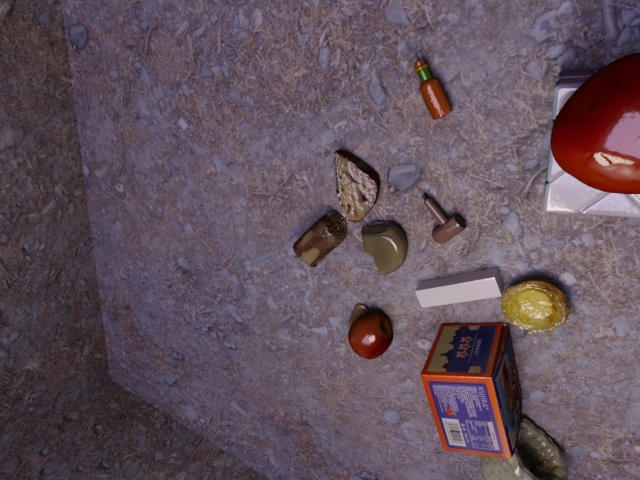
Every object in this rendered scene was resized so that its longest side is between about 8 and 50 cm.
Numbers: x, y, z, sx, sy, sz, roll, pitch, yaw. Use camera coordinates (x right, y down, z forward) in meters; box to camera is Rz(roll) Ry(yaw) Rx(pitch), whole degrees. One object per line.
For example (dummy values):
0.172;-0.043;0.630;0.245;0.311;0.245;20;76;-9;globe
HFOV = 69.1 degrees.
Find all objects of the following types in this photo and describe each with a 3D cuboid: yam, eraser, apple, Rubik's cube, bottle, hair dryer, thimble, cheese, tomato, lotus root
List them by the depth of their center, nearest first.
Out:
0.616;-0.219;0.916;0.298;0.226;0.299;15;120;27;tomato
0.747;-0.257;1.160;0.318;0.316;0.322;6;119;27;Rubik's cube
0.342;-0.470;1.440;0.069;0.069;0.187;-20;102;36;bottle
0.407;-0.086;1.613;0.117;0.064;0.182;-40;83;40;hair dryer
0.498;0.173;1.678;0.298;0.076;0.078;-15;107;35;eraser
0.134;-0.195;1.699;0.170;0.074;0.261;10;118;25;lotus root
0.242;0.034;1.746;0.175;0.091;0.203;2;115;31;cheese
0.761;0.842;1.762;0.291;0.291;0.195;40;129;6;thimble
0.000;-0.002;1.850;0.238;0.129;0.128;-42;55;37;yam
0.208;0.389;1.899;0.168;0.181;0.181;-36;94;31;apple

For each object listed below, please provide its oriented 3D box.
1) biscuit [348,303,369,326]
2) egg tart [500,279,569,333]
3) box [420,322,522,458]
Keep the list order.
0.165;0.330;1.991;0.071;0.018;0.147;31;128;14;biscuit
0.721;0.215;1.563;0.212;0.090;0.213;14;119;26;egg tart
0.559;0.526;1.675;0.256;0.318;0.349;-8;110;33;box
